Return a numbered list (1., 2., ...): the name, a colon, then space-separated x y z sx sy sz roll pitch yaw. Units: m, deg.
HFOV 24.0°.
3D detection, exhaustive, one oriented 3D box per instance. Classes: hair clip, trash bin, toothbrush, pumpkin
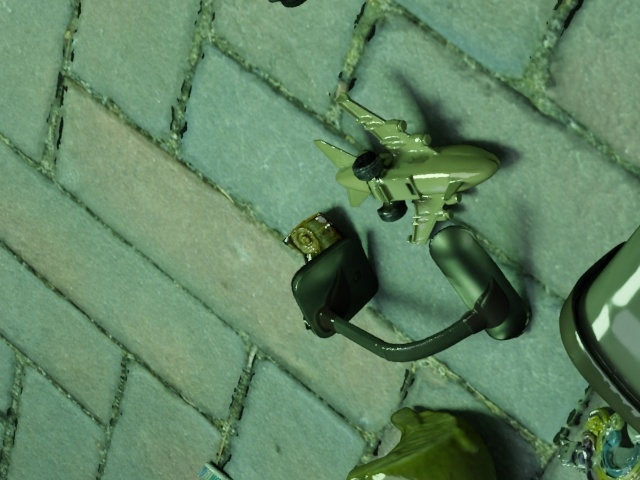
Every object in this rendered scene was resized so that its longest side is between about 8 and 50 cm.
1. hair clip: 0.356 0.256 1.778 0.172 0.049 0.116 -6 73 52
2. trash bin: 0.396 0.045 1.508 0.219 0.220 0.250 40 131 13
3. toothbrush: -0.072 0.447 2.362 0.304 0.030 0.030 35 136 18
4. pumpkin: 0.002 0.000 1.981 0.073 0.035 0.101 48 137 -10

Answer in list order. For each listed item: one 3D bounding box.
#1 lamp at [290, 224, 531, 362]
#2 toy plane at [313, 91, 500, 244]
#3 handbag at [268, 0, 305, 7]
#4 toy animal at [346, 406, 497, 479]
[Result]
1. lamp: 0.087 0.054 1.833 0.283 0.124 0.203 11 140 39
2. toy plane: 0.105 -0.079 1.786 0.244 0.092 0.229 5 136 45
3. handbag: 0.011 -0.402 1.621 0.332 0.075 0.192 -39 56 52
4. toy animal: 0.162 0.402 1.987 0.180 0.181 0.363 -3 111 24
